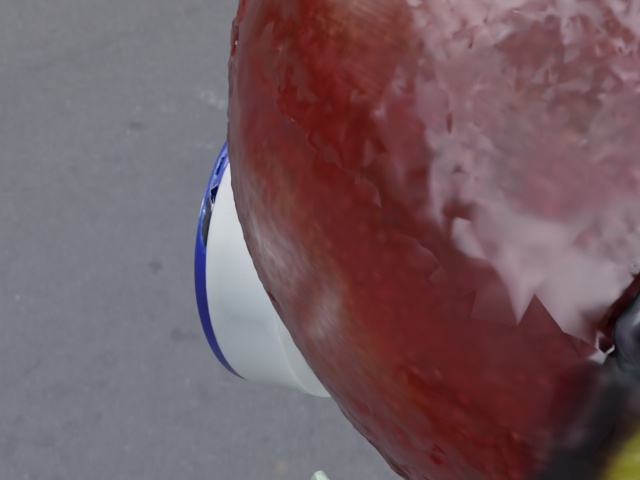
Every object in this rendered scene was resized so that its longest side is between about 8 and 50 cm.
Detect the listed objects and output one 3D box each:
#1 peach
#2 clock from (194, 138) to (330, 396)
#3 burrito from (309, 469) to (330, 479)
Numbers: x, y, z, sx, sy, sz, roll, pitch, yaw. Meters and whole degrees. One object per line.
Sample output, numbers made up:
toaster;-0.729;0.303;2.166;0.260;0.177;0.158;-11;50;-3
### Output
peach;0.141;-0.055;0.560;0.353;0.339;0.416;-11;52;18
clock;0.000;0.000;0.991;0.083;0.230;0.230;8;41;29
burrito;0.005;0.220;0.897;0.118;0.074;0.044;56;27;10
